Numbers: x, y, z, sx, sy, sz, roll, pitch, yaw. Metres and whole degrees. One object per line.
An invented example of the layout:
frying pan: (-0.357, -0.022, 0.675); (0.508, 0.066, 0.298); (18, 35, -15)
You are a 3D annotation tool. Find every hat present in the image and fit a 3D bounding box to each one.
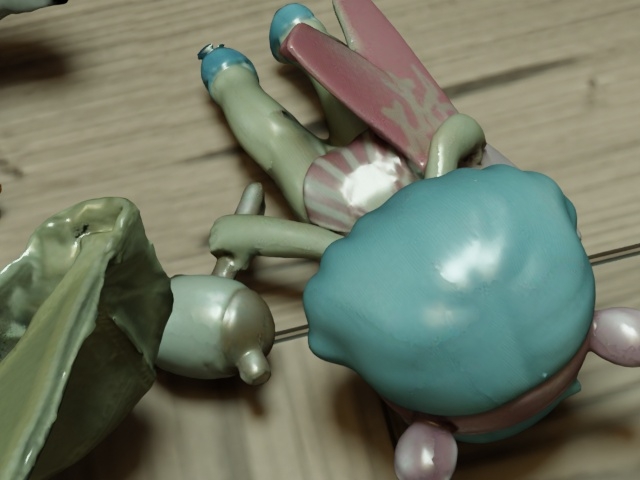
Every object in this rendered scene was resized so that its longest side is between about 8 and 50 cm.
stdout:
hat: (-0.156, 0.091, 0.563); (0.214, 0.149, 0.244); (-8, 50, 18)

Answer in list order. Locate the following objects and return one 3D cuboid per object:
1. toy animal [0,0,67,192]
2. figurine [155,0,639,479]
toy animal: (-0.273, -0.109, 0.749); (0.284, 0.225, 0.302); (-38, 70, 3)
figurine: (0.003, -0.011, 0.659); (0.205, 0.103, 0.260); (-23, 46, -12)
